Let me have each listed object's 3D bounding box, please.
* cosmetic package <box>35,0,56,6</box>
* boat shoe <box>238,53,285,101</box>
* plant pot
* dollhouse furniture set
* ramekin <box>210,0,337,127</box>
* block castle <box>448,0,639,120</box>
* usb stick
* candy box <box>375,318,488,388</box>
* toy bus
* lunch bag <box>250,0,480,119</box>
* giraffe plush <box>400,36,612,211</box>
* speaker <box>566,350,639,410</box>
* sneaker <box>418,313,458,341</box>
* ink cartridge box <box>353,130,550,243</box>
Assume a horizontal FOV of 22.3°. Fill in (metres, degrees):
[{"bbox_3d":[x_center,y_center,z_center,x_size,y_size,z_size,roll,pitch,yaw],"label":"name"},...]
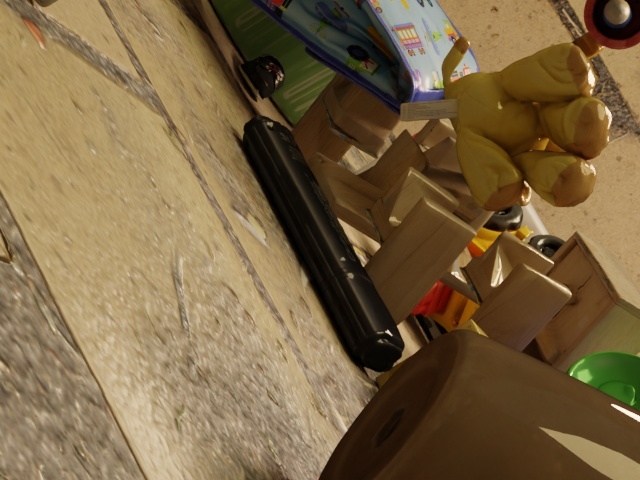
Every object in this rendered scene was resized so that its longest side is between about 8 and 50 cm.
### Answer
[{"bbox_3d":[-0.187,-0.319,1.112,0.113,0.160,0.309,50,10,-48],"label":"cosmetic package"},{"bbox_3d":[-0.066,-0.193,1.891,0.049,0.042,0.133,60,8,-8],"label":"boat shoe"},{"bbox_3d":[0.124,0.177,0.962,0.229,0.263,0.263,39,10,-8],"label":"plant pot"},{"bbox_3d":[0.131,0.055,1.785,0.394,0.256,0.362,31,19,-26],"label":"dollhouse furniture set"},{"bbox_3d":[-0.029,-0.285,2.089,0.303,0.148,0.303,57,7,-11],"label":"ramekin"},{"bbox_3d":[0.172,-0.368,1.997,0.453,0.303,0.213,58,8,3],"label":"block castle"},{"bbox_3d":[0.000,0.000,1.519,0.077,0.045,0.278,32,26,-59],"label":"usb stick"},{"bbox_3d":[0.137,0.177,1.457,0.053,0.109,0.186,46,15,-54],"label":"candy box"},{"bbox_3d":[0.189,0.054,2.031,0.211,0.149,0.220,-23,54,-41],"label":"toy bus"},{"bbox_3d":[0.061,-0.249,1.791,0.293,0.138,0.221,47,22,11],"label":"lunch bag"},{"bbox_3d":[0.206,-0.110,1.694,0.210,0.181,0.170,15,-3,20],"label":"giraffe plush"},{"bbox_3d":[0.307,0.266,1.744,0.131,0.131,0.296,-112,-164,-53],"label":"speaker"},{"bbox_3d":[0.226,0.141,2.151,0.283,0.124,0.107,62,8,25],"label":"sneaker"},{"bbox_3d":[0.204,-0.020,2.342,0.283,0.207,0.117,62,9,25],"label":"ink cartridge box"}]
